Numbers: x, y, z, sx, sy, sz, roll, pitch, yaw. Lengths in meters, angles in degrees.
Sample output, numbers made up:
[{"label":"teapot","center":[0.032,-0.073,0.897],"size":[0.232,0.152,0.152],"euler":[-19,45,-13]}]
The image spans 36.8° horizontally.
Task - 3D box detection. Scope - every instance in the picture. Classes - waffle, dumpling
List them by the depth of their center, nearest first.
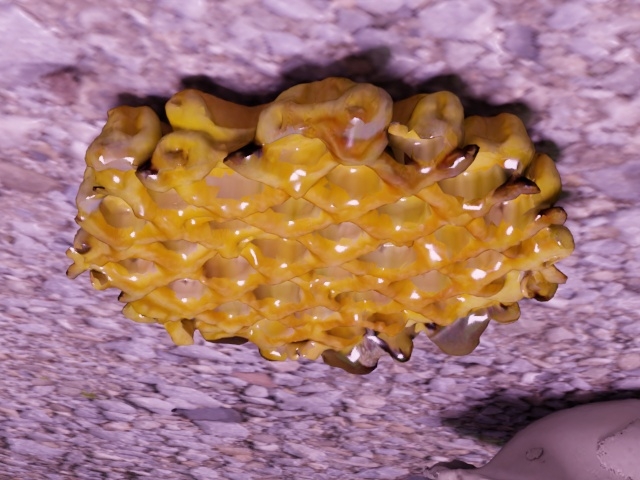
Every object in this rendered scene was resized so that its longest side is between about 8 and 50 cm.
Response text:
[{"label":"waffle","center":[0.001,0.005,0.586],"size":[0.329,0.062,0.329],"euler":[0,153,0]},{"label":"dumpling","center":[0.274,0.237,0.930],"size":[0.341,0.181,0.260],"euler":[-19,-177,-24]}]
